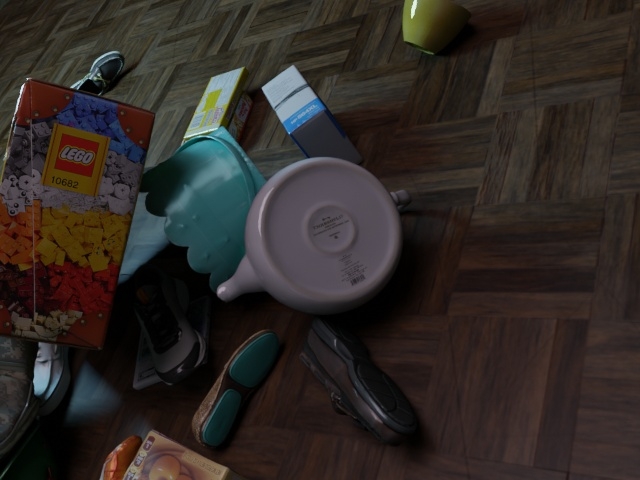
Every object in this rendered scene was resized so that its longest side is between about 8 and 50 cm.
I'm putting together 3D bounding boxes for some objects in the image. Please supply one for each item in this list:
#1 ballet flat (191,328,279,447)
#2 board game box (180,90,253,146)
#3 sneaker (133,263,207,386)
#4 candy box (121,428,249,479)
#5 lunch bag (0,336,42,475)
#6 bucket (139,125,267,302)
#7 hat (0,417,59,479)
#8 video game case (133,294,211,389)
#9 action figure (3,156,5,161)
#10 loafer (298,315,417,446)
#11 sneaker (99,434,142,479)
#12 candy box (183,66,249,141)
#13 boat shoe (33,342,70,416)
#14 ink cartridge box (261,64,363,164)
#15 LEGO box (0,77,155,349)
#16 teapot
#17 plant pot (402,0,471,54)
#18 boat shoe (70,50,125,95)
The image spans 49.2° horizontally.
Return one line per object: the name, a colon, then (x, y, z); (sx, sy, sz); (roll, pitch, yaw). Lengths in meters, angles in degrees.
ballet flat: (-0.141, 0.226, 1.103); (0.067, 0.073, 0.206); (0, 50, 55)
board game box: (-0.247, -0.250, 1.617); (0.147, 0.045, 0.193); (-10, 49, 32)
sneaker: (-0.277, 0.144, 1.217); (0.100, 0.108, 0.271); (-36, 41, 4)
candy box: (-0.240, 0.445, 0.967); (0.183, 0.087, 0.316); (8, 60, 41)
lunch bag: (-0.620, 0.327, 1.214); (0.305, 0.213, 0.256); (-55, 35, 33)
bucket: (-0.172, -0.052, 1.225); (0.183, 0.281, 0.281); (-38, 41, -3)
hat: (-0.450, 0.434, 1.184); (0.173, 0.184, 0.208); (-54, 8, 43)
video game case: (-0.268, 0.185, 1.271); (0.157, 0.019, 0.143); (-24, 43, 20)
action figure: (-0.651, 0.010, 1.498); (0.341, 0.330, 0.178); (-51, 5, -34)
loafer: (0.044, 0.205, 0.977); (0.084, 0.096, 0.267); (-57, 32, 11)
sneaker: (-0.324, 0.396, 1.109); (0.067, 0.064, 0.175); (17, 68, 21)
candy box: (-0.238, -0.313, 1.608); (0.105, 0.027, 0.205); (-6, 51, 30)
boat shoe: (-0.561, 0.232, 1.402); (0.095, 0.084, 0.258); (-32, 41, 10)
ink cartridge box: (-0.018, -0.226, 1.342); (0.086, 0.148, 0.203); (-36, 41, 8)
LEGO box: (-0.459, -0.043, 1.233); (0.500, 0.193, 0.372); (-173, 96, -68)
teapot: (0.000, 0.000, 1.083); (0.187, 0.256, 0.252); (134, 153, -73)
plant pot: (0.214, -0.423, 1.370); (0.134, 0.134, 0.095); (35, 105, 49)
boat shoe: (-0.682, -0.483, 2.134); (0.228, 0.081, 0.068); (-39, 43, 14)
